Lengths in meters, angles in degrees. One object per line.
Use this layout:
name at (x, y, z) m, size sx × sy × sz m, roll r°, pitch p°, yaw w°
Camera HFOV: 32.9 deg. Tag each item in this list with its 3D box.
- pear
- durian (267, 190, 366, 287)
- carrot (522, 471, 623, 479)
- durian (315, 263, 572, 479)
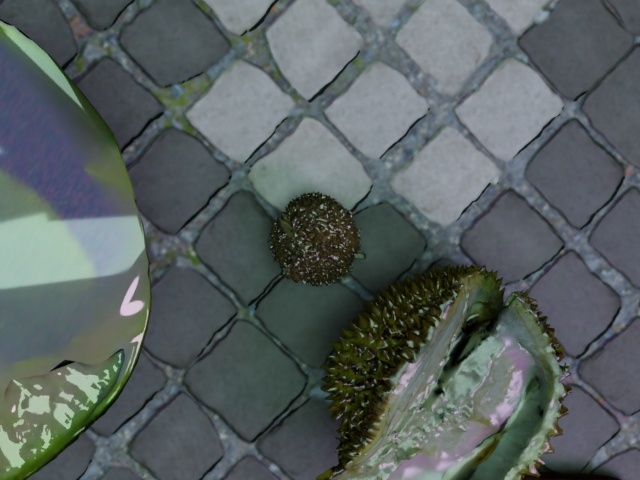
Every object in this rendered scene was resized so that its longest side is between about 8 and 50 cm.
pear at (-0.324, 0.014, 0.831) m, size 0.399 × 0.165 × 0.398 m, roll -1°, pitch 97°, yaw -6°
durian at (0.000, 0.000, 0.916) m, size 0.091 × 0.080 × 0.080 m, roll 12°, pitch 96°, yaw -24°
carrot at (0.220, 0.232, 0.978) m, size 0.139 × 0.048 × 0.048 m, roll 2°, pitch 97°, yaw -7°
durian at (0.083, 0.132, 0.905) m, size 0.237 × 0.138 × 0.193 m, roll -33°, pitch 102°, yaw -4°
